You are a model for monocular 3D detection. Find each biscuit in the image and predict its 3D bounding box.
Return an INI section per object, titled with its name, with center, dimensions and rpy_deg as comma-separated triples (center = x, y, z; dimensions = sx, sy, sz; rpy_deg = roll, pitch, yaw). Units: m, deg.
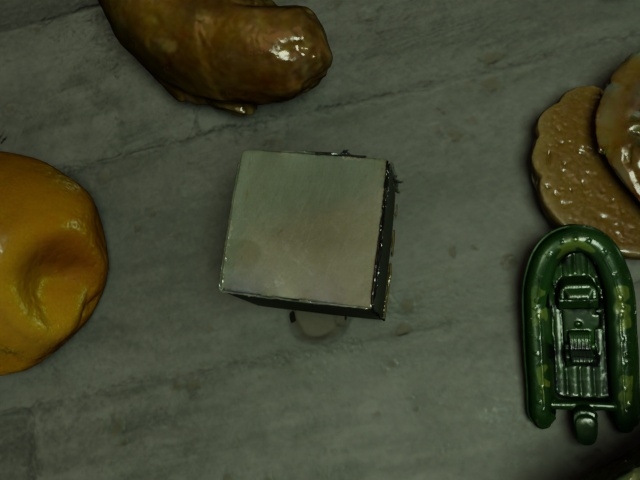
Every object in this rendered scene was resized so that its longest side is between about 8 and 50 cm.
[biscuit]
center = 0.321, -0.067, 0.635
dimensions = 0.208, 0.049, 0.180
rpy_deg = 5, 77, 8

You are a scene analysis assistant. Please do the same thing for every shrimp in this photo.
[shrimp]
center = 0.336, -0.066, 0.575
dimensions = 0.152, 0.063, 0.287
rpy_deg = 5, 73, 11

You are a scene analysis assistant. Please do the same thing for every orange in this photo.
[orange]
center = -0.367, 0.019, 0.663
dimensions = 0.249, 0.183, 0.248
rpy_deg = -2, 77, 7

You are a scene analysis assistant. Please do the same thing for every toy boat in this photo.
[toy boat]
center = 0.249, 0.089, 0.599
dimensions = 0.104, 0.052, 0.210
rpy_deg = -2, 90, 21

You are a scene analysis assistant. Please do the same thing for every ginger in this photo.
[ginger]
center = -0.130, -0.246, 0.706
dimensions = 0.321, 0.172, 0.165
rpy_deg = 36, 48, 10

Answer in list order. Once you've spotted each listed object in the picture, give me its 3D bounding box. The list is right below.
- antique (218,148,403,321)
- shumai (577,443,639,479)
[antique]
center = 0.000, 0.000, 0.623
dimensions = 0.152, 0.148, 0.146
rpy_deg = 6, 78, 12
[shumai]
center = 0.318, 0.256, 0.492
dimensions = 0.256, 0.189, 0.218
rpy_deg = -34, 72, 6
